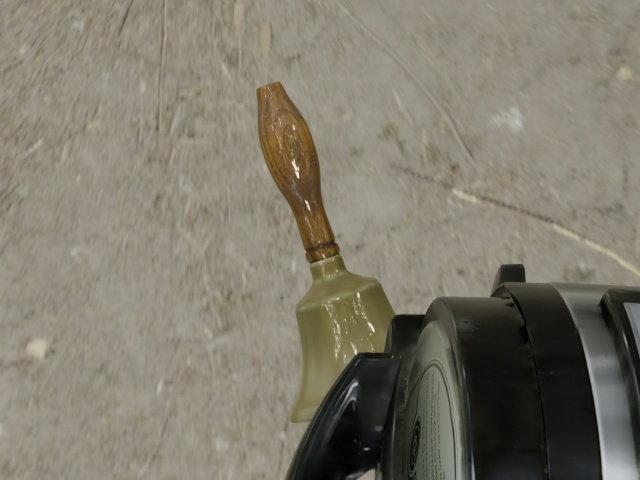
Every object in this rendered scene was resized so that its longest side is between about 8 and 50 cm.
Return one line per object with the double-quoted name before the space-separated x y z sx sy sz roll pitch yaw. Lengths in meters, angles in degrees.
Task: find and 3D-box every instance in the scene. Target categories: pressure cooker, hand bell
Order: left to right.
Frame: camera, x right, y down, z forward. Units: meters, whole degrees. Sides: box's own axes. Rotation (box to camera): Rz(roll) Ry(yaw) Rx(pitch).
"hand bell" 0.000 0.000 1.257 0.126 0.126 0.242 -18 92 1
"pressure cooker" 0.179 0.208 0.917 0.421 0.370 0.375 3 96 -2
